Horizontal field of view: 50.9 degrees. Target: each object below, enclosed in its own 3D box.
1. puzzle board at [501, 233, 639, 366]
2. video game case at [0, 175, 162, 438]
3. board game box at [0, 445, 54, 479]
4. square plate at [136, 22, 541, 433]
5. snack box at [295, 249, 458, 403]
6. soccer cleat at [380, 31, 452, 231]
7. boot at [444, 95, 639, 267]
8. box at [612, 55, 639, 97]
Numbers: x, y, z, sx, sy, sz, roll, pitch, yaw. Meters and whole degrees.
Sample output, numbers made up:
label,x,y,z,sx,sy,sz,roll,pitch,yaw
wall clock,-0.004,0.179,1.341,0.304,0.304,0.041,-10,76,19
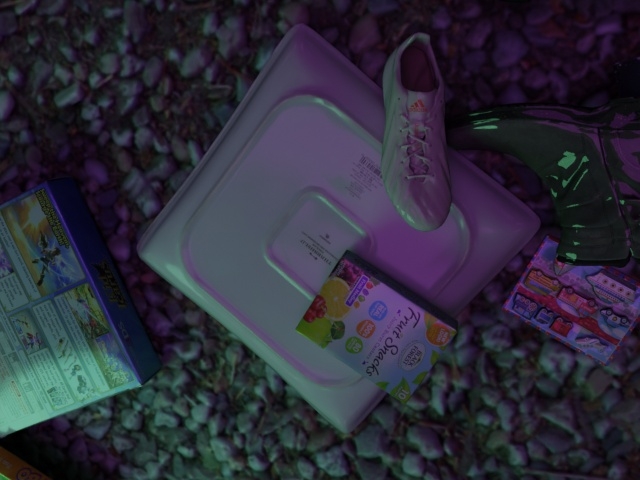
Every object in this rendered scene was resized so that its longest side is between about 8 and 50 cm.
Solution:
label,x,y,z,sx,sy,sz,roll,pitch,yaw
puzzle board,0.275,0.065,0.718,0.128,0.011,0.096,29,106,6
video game case,-0.364,0.090,0.850,0.244,0.061,0.270,-22,95,18
board game box,-0.420,0.312,0.892,0.259,0.039,0.124,31,138,8
square plate,0.000,0.000,0.752,0.347,0.049,0.344,40,107,3
snack box,0.059,0.090,0.710,0.141,0.037,0.100,33,107,5
soccer cleat,0.094,-0.108,0.659,0.068,0.076,0.196,-2,75,-10
boot,0.231,-0.051,0.640,0.246,0.083,0.161,4,102,32
box,0.376,-0.072,0.609,0.159,0.044,0.233,-12,91,38
